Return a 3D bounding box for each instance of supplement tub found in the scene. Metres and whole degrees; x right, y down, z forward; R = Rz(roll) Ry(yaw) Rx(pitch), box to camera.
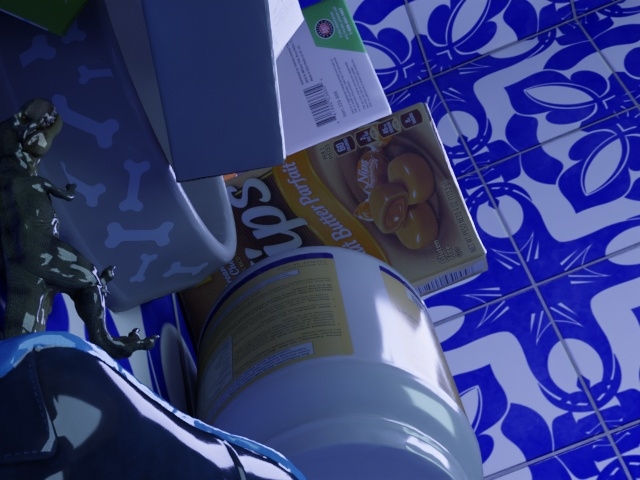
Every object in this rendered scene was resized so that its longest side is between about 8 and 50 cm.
[{"bbox_3d":[0.008,0.171,1.003,0.331,0.241,0.241,-101,168,-66],"label":"supplement tub"}]

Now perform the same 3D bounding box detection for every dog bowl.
[{"bbox_3d":[-0.178,-0.106,1.009,0.349,0.102,0.349,-23,90,-85],"label":"dog bowl"}]

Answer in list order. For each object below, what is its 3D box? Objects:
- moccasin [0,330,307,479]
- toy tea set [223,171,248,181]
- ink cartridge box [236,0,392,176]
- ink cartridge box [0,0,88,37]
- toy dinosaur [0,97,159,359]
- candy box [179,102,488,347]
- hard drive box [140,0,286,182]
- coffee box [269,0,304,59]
[{"bbox_3d":[-0.098,0.172,0.642,0.342,0.137,0.117,41,29,-49],"label":"moccasin"},{"bbox_3d":[-0.149,-0.085,1.428,0.200,0.124,0.336,-8,-70,64],"label":"toy tea set"},{"bbox_3d":[-0.060,-0.197,1.654,0.121,0.289,0.211,64,5,-70],"label":"ink cartridge box"},{"bbox_3d":[-0.277,-0.278,0.794,0.255,0.097,0.189,19,39,-37],"label":"ink cartridge box"},{"bbox_3d":[-0.170,0.025,0.741,0.118,0.064,0.268,43,21,-43],"label":"toy dinosaur"},{"bbox_3d":[0.000,0.000,1.222,0.087,0.316,0.183,58,11,-72],"label":"candy box"},{"bbox_3d":[-0.092,-0.192,0.859,0.181,0.089,0.232,-107,-172,-50],"label":"hard drive box"},{"bbox_3d":[-0.139,-0.289,1.106,0.168,0.119,0.297,27,-17,23],"label":"coffee box"}]
